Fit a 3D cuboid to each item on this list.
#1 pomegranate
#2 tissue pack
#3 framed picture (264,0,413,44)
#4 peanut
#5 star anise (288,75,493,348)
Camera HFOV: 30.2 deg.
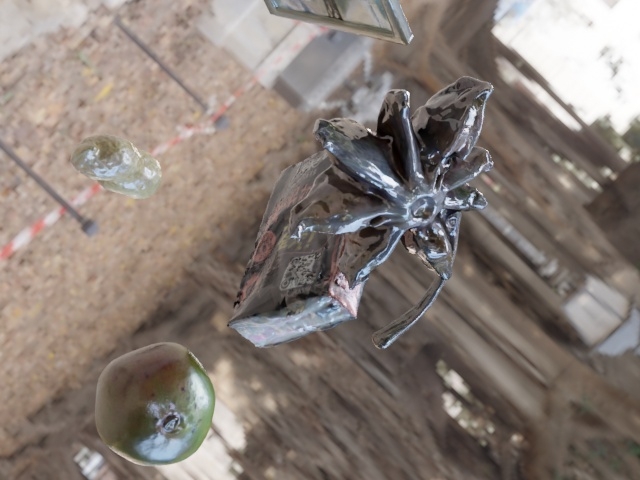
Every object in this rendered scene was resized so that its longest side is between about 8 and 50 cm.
[{"bbox_3d":[-0.245,0.229,1.711,0.180,0.180,0.210,-47,-158,-12],"label":"pomegranate"},{"bbox_3d":[0.000,0.000,1.863,0.245,0.123,0.332,-22,-140,43],"label":"tissue pack"},{"bbox_3d":[-0.024,-0.344,1.344,0.016,0.213,0.289,-57,145,-21],"label":"framed picture"},{"bbox_3d":[-0.359,-0.131,2.106,0.104,0.085,0.228,-20,160,14],"label":"peanut"},{"bbox_3d":[0.083,-0.056,1.433,0.359,0.316,0.139,-51,-147,14],"label":"star anise"}]
